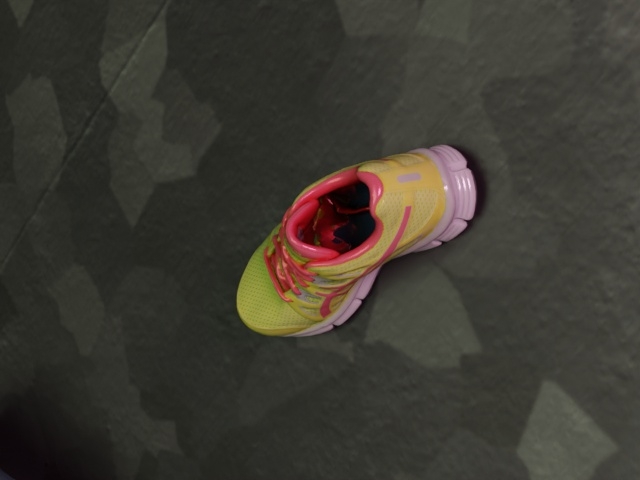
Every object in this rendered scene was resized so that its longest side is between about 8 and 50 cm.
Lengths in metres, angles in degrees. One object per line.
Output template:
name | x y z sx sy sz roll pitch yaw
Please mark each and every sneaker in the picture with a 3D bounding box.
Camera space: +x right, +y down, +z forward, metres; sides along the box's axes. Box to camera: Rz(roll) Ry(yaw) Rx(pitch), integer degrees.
sneaker | 0.000 0.000 1.042 0.208 0.094 0.081 -40 67 39

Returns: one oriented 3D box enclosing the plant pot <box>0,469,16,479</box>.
plant pot | -0.288 0.293 1.228 0.255 0.271 0.272 21 106 27
